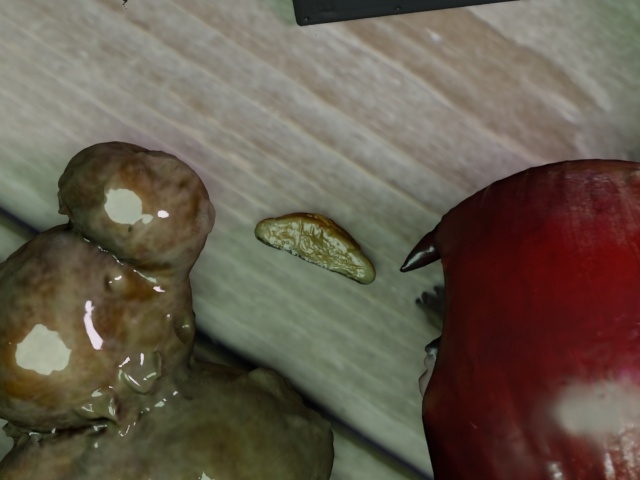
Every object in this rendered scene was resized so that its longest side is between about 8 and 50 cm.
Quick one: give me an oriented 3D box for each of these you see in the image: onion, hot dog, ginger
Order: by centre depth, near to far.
[{"bbox_3d":[0.201,0.110,1.175,0.341,0.341,0.341,1,103,4],"label":"onion"},{"bbox_3d":[-0.136,0.092,1.271,0.244,0.155,0.304,-21,100,2],"label":"ginger"},{"bbox_3d":[0.000,0.000,1.305,0.090,0.030,0.034,22,95,-1],"label":"hot dog"}]

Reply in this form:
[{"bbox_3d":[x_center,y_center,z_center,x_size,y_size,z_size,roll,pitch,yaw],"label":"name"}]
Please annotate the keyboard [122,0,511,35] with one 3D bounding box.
[{"bbox_3d":[0.060,-0.183,1.241,0.381,0.041,0.103,-10,133,1],"label":"keyboard"}]
